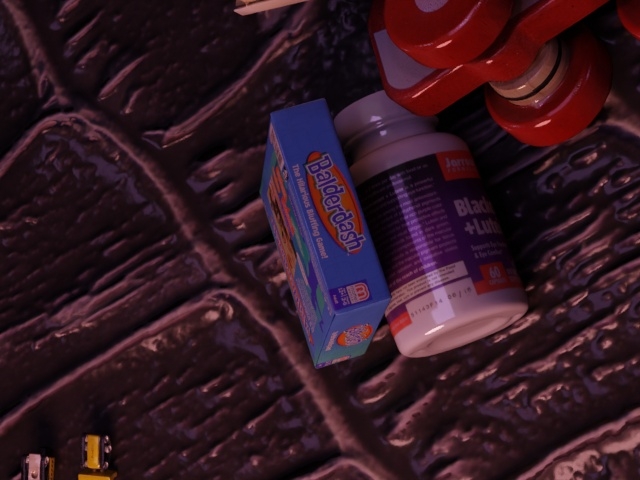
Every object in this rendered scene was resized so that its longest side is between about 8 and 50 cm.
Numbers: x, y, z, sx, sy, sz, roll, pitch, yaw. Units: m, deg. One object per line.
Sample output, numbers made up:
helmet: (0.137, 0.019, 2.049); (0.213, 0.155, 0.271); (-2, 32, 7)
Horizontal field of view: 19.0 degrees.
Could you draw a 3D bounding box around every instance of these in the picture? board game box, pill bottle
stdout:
board game box: (0.000, 0.000, 1.472); (0.047, 0.210, 0.160); (-16, 78, -8)
pill bottle: (0.079, -0.017, 1.472); (0.108, 0.108, 0.193); (-28, 75, 28)

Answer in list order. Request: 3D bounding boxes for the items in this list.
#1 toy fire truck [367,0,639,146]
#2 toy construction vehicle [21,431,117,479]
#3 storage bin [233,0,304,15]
toy fire truck: (0.162, -0.235, 1.419); (0.302, 0.169, 0.254); (-33, 48, 26)
toy construction vehicle: (-0.220, 0.217, 1.695); (0.086, 0.035, 0.098); (-1, 91, 21)
storage bin: (0.009, -0.322, 1.368); (0.262, 0.123, 0.260); (-6, 73, 43)
